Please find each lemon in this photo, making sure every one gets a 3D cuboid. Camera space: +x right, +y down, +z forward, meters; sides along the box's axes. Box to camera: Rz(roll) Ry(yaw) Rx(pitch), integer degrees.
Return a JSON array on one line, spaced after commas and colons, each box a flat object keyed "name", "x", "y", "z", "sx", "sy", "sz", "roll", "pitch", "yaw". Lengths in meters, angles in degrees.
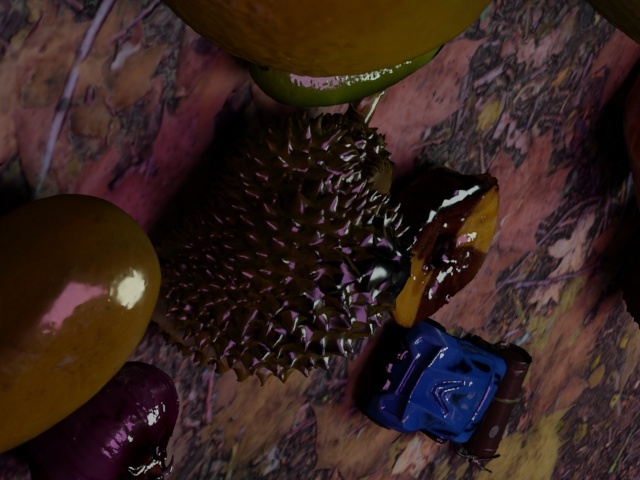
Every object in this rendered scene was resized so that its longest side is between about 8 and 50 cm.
[{"name": "lemon", "x": 0.020, "y": -0.204, "z": 1.093, "sx": 0.240, "sy": 0.219, "sz": 0.240, "roll": -40, "pitch": 144, "yaw": -37}]

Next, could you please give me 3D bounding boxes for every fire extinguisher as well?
[{"name": "fire extinguisher", "x": 0.161, "y": 0.162, "z": 1.824, "sx": 0.056, "sy": 0.039, "sz": 0.132, "roll": 8, "pitch": 115, "yaw": -23}]

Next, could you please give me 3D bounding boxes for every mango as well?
[{"name": "mango", "x": 0.016, "y": -0.140, "z": 1.296, "sx": 0.165, "sy": 0.074, "sz": 0.091, "roll": -17, "pitch": 124, "yaw": -31}, {"name": "mango", "x": -0.181, "y": 0.056, "z": 1.157, "sx": 0.195, "sy": 0.098, "sz": 0.137, "roll": -41, "pitch": 150, "yaw": -14}]

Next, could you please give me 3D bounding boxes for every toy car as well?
[{"name": "toy car", "x": 0.111, "y": 0.131, "z": 1.694, "sx": 0.103, "sy": 0.063, "sz": 0.216, "roll": -61, "pitch": 150, "yaw": 3}]

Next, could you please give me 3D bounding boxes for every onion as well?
[{"name": "onion", "x": -0.138, "y": 0.132, "z": 1.283, "sx": 0.115, "sy": 0.104, "sz": 0.115, "roll": -41, "pitch": 163, "yaw": -16}]

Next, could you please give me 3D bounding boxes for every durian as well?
[{"name": "durian", "x": 0.000, "y": 0.000, "z": 1.333, "sx": 0.237, "sy": 0.137, "sz": 0.193, "roll": -57, "pitch": 151, "yaw": -5}]

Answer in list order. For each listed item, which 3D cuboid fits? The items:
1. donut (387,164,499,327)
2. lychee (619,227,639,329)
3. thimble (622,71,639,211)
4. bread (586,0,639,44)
[{"name": "donut", "x": 0.085, "y": -0.001, "z": 1.539, "sx": 0.140, "sy": 0.059, "sz": 0.140, "roll": -38, "pitch": 144, "yaw": -34}, {"name": "lychee", "x": 0.377, "y": 0.035, "z": 1.900, "sx": 0.171, "sy": 0.171, "sz": 0.171, "roll": -37, "pitch": 144, "yaw": -33}, {"name": "thimble", "x": 0.394, "y": -0.086, "z": 1.759, "sx": 0.239, "sy": 0.239, "sz": 0.162, "roll": -52, "pitch": 152, "yaw": -12}, {"name": "bread", "x": 0.359, "y": -0.261, "z": 1.446, "sx": 0.348, "sy": 0.348, "sz": 0.308, "roll": 22, "pitch": 93, "yaw": -60}]
